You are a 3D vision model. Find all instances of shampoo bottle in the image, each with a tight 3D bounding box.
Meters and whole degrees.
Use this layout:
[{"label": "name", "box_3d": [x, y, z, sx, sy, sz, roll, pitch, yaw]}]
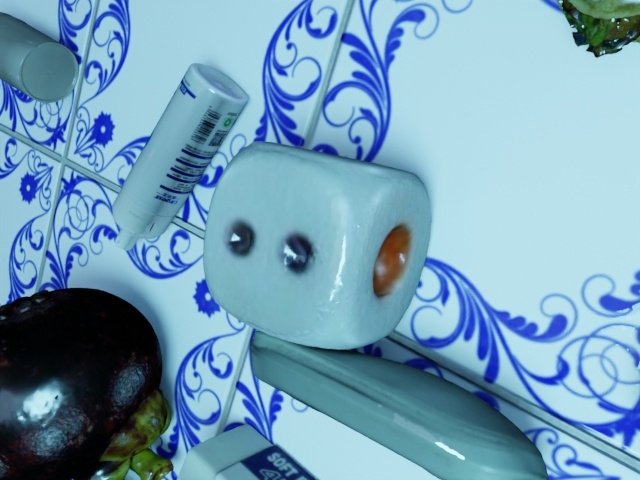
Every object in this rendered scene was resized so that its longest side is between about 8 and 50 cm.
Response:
[{"label": "shampoo bottle", "box_3d": [-0.220, -0.104, 0.836, 0.092, 0.092, 0.303, 49, 116, 22]}]

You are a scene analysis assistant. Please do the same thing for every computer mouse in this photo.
[{"label": "computer mouse", "box_3d": [0.073, 0.173, 0.610, 0.331, 0.197, 0.095, 21, 69, 28]}]

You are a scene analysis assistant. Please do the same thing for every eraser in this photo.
[{"label": "eraser", "box_3d": [-0.043, 0.354, 0.717, 0.279, 0.124, 0.081, 31, 108, 28]}]

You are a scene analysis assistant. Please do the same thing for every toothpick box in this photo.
[{"label": "toothpick box", "box_3d": [-0.522, -0.323, 1.013, 0.181, 0.111, 0.111, 31, 108, 27]}]

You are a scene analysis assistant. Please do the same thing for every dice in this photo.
[{"label": "dice", "box_3d": [0.000, 0.000, 0.638, 0.192, 0.193, 0.193, 18, 103, 30]}]

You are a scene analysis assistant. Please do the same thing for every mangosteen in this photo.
[{"label": "mangosteen", "box_3d": [-0.369, 0.219, 0.843, 0.297, 0.297, 0.313, 22, 141, 30]}]

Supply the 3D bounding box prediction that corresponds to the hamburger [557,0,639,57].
[{"label": "hamburger", "box_3d": [0.284, -0.282, 0.502, 0.183, 0.130, 0.206, -24, 97, 33]}]
